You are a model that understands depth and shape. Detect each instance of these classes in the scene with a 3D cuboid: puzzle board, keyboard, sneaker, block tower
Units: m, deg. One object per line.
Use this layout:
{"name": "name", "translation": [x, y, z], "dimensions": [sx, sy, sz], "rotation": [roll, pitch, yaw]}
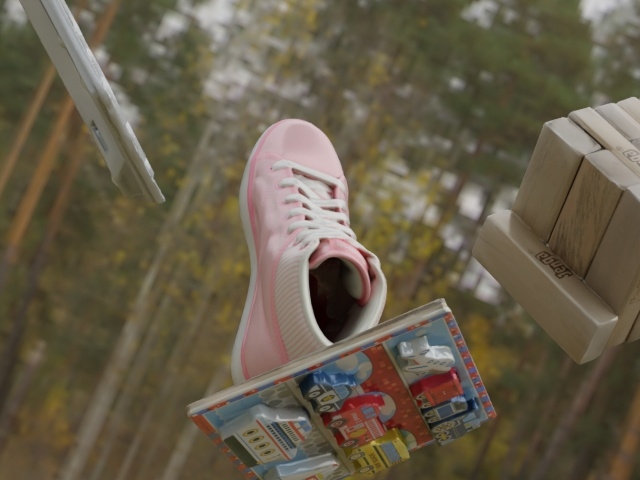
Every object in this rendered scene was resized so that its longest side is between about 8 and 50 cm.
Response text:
{"name": "puzzle board", "translation": [0.013, 0.065, 0.710], "dimensions": [0.128, 0.096, 0.011], "rotation": [61, 7, -65]}
{"name": "keyboard", "translation": [-0.111, -0.124, 0.609], "dimensions": [0.256, 0.014, 0.072], "rotation": [59, -10, 26]}
{"name": "sneaker", "translation": [0.000, 0.000, 0.792], "dimensions": [0.051, 0.134, 0.070], "rotation": [19, -32, -23]}
{"name": "block tower", "translation": [0.244, -0.035, 1.057], "dimensions": [0.335, 0.097, 0.091], "rotation": [-18, 50, -36]}
